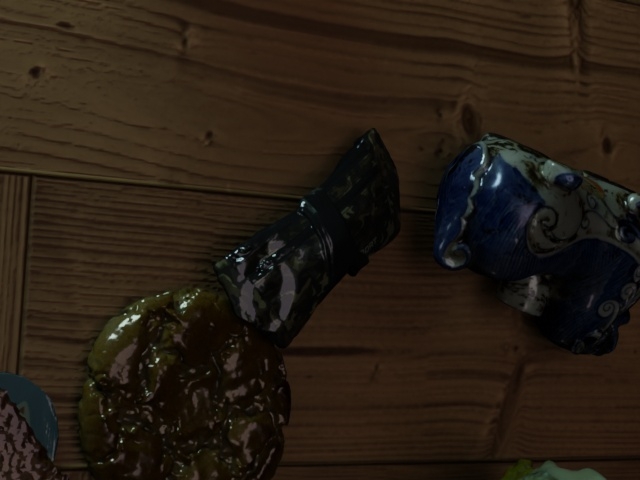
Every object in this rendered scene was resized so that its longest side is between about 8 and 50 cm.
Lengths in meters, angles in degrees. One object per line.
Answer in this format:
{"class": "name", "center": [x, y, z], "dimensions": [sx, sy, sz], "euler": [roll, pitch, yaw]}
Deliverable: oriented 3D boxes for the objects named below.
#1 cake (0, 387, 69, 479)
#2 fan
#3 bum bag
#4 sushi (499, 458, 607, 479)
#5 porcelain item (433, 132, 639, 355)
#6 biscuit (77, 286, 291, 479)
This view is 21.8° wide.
{"class": "cake", "center": [-0.272, 0.150, 1.308], "dimensions": [0.295, 0.116, 0.113], "euler": [46, 70, -23]}
{"class": "fan", "center": [-0.277, 0.196, 1.380], "dimensions": [0.113, 0.005, 0.175], "euler": [18, 81, -33]}
{"class": "bum bag", "center": [0.001, 0.001, 1.536], "dimensions": [0.248, 0.069, 0.102], "euler": [-42, 99, -31]}
{"class": "sushi", "center": [0.272, 0.387, 1.545], "dimensions": [0.351, 0.396, 0.240], "euler": [43, 80, -22]}
{"class": "porcelain item", "center": [0.226, 0.007, 1.676], "dimensions": [0.288, 0.138, 0.186], "euler": [17, 99, -40]}
{"class": "biscuit", "center": [-0.116, 0.151, 1.475], "dimensions": [0.226, 0.042, 0.225], "euler": [-2, 93, -37]}
